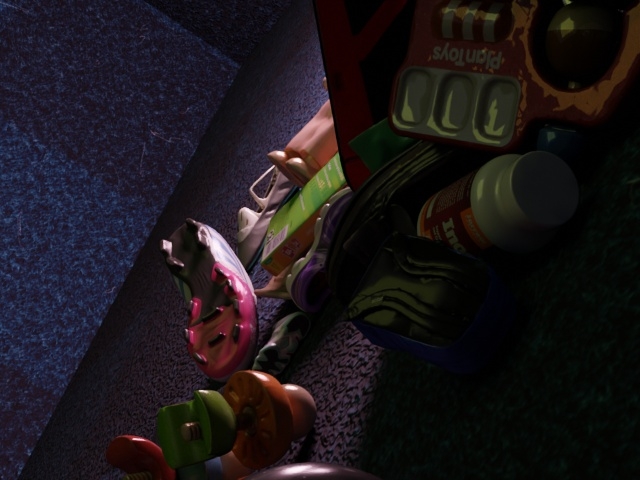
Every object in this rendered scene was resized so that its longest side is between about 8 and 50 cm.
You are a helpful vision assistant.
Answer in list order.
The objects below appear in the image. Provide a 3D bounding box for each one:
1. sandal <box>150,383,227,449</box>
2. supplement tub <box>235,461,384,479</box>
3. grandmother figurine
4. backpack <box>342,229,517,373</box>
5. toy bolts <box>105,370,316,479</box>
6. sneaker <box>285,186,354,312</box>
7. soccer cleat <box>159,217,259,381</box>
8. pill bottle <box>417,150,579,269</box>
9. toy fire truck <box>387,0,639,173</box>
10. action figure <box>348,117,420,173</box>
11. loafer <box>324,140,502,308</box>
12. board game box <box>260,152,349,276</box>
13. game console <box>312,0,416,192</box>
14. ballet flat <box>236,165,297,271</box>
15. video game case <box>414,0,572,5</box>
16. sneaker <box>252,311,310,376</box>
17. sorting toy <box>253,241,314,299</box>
[{"bbox_3d":[-0.147,0.247,1.766,0.254,0.054,0.097,-28,37,48],"label":"sandal"},{"bbox_3d":[-0.036,0.258,0.888,0.338,0.207,0.207,-34,25,60],"label":"supplement tub"},{"bbox_3d":[0.069,-0.221,1.950,0.342,0.104,0.208,-50,37,-8],"label":"grandmother figurine"},{"bbox_3d":[0.102,0.056,1.136,0.120,0.101,0.098,14,73,43],"label":"backpack"},{"bbox_3d":[-0.098,0.257,1.445,0.228,0.158,0.218,-25,73,50],"label":"toy bolts"},{"bbox_3d":[0.023,0.016,1.684,0.170,0.068,0.071,-63,26,12],"label":"sneaker"},{"bbox_3d":[-0.133,0.095,1.980,0.116,0.143,0.331,-38,39,11],"label":"soccer cleat"},{"bbox_3d":[0.151,-0.023,1.167,0.086,0.086,0.152,-62,13,-25],"label":"pill bottle"},{"bbox_3d":[0.193,-0.191,1.204,0.302,0.169,0.254,17,99,47],"label":"toy fire truck"},{"bbox_3d":[0.157,-0.124,1.387,0.232,0.137,0.063,-41,8,25],"label":"action figure"},{"bbox_3d":[0.107,-0.035,1.346,0.302,0.109,0.095,-49,18,22],"label":"loafer"},{"bbox_3d":[0.020,-0.071,1.789,0.259,0.039,0.124,-46,17,26],"label":"board game box"},{"bbox_3d":[0.066,-0.265,1.575,0.060,0.342,0.386,-7,24,20],"label":"game console"},{"bbox_3d":[-0.100,-0.050,2.286,0.213,0.068,0.072,-60,12,-14],"label":"ballet flat"},{"bbox_3d":[0.186,-0.266,1.462,0.210,0.042,0.232,-44,56,47],"label":"video game case"},{"bbox_3d":[-0.051,0.129,1.707,0.098,0.038,0.069,-48,10,-5],"label":"sneaker"},{"bbox_3d":[0.000,0.000,1.849,0.208,0.038,0.193,-54,11,-9],"label":"sorting toy"}]
